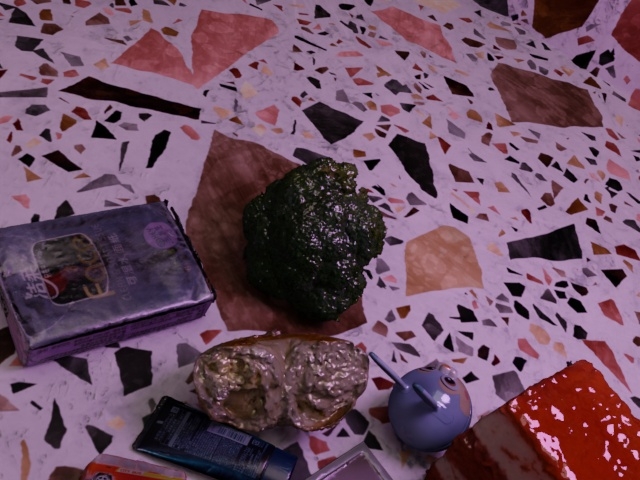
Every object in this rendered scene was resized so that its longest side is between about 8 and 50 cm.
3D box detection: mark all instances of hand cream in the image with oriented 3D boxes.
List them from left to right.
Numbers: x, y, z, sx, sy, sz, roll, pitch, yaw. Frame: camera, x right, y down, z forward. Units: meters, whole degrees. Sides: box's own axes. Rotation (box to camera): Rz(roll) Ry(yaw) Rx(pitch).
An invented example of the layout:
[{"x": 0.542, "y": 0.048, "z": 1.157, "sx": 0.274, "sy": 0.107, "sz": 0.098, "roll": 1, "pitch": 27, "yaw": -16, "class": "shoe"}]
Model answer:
[{"x": -0.177, "y": 0.359, "z": 1.350, "sx": 0.270, "sy": 0.061, "sz": 0.120, "roll": 22, "pitch": 45, "yaw": 6, "class": "hand cream"}]

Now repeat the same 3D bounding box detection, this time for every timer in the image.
[{"x": 0.197, "y": 0.279, "z": 1.444, "sx": 0.175, "sy": 0.256, "sz": 0.175, "roll": -8, "pitch": 37, "yaw": 6, "class": "timer"}]

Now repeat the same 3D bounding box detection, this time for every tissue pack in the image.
[{"x": -0.412, "y": 0.072, "z": 1.465, "sx": 0.361, "sy": 0.122, "sz": 0.259, "roll": -12, "pitch": 59, "yaw": -33, "class": "tissue pack"}]

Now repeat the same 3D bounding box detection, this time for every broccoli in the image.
[{"x": 0.000, "y": 0.000, "z": 1.617, "sx": 0.304, "sy": 0.321, "sz": 0.283, "roll": 49, "pitch": 18, "yaw": 10, "class": "broccoli"}]

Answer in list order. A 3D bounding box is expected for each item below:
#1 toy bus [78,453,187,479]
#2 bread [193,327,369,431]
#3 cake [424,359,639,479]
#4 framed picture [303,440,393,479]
[{"x": -0.301, "y": 0.396, "z": 1.251, "sx": 0.174, "sy": 0.079, "sz": 0.077, "roll": 16, "pitch": 37, "yaw": -8, "class": "toy bus"}, {"x": -0.089, "y": 0.249, "z": 1.403, "sx": 0.314, "sy": 0.192, "sz": 0.171, "roll": -1, "pitch": 93, "yaw": -25, "class": "bread"}, {"x": 0.388, "y": 0.406, "z": 1.356, "sx": 0.269, "sy": 0.320, "sz": 0.270, "roll": -17, "pitch": 58, "yaw": -36, "class": "cake"}, {"x": 0.042, "y": 0.495, "z": 1.344, "sx": 0.273, "sy": 0.016, "sz": 0.216, "roll": -22, "pitch": 61, "yaw": -36, "class": "framed picture"}]
